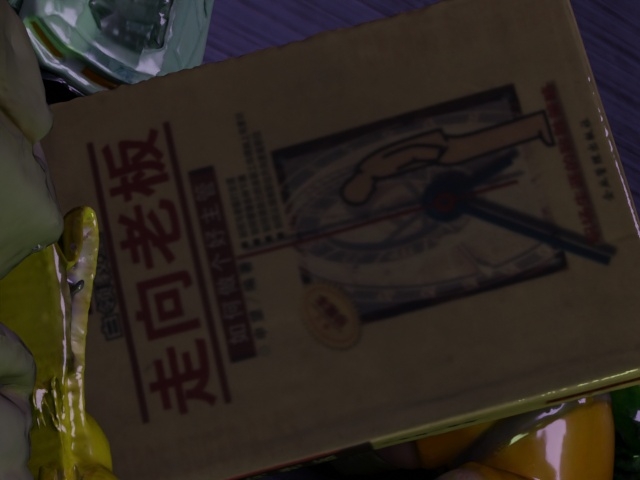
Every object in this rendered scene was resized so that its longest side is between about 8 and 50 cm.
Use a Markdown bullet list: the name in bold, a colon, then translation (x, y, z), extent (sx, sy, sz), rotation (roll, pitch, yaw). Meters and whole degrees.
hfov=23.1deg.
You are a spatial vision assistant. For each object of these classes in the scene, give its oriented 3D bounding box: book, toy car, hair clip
- **book**: translation (0.000, 0.000, 0.584), extent (0.026, 0.231, 0.161), rotation (63, 13, -72)
- **toy car**: translation (-0.079, -0.138, 0.676), extent (0.093, 0.058, 0.186), rotation (28, 53, -25)
- **hair clip**: translation (-0.099, 0.072, 0.538), extent (0.046, 0.072, 0.173), rotation (16, 60, -52)

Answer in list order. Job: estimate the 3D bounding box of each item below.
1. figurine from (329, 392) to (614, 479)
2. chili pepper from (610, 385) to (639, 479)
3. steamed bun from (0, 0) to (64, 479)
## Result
- **figurine**: translation (0.104, 0.156, 0.596), extent (0.192, 0.167, 0.257), rotation (33, 38, -71)
- **chili pepper**: translation (0.185, 0.072, 0.785), extent (0.253, 0.083, 0.099), rotation (-11, 77, -49)
- **steamed bun**: translation (-0.192, -0.022, 0.416), extent (0.320, 0.206, 0.275), rotation (49, 43, -16)
